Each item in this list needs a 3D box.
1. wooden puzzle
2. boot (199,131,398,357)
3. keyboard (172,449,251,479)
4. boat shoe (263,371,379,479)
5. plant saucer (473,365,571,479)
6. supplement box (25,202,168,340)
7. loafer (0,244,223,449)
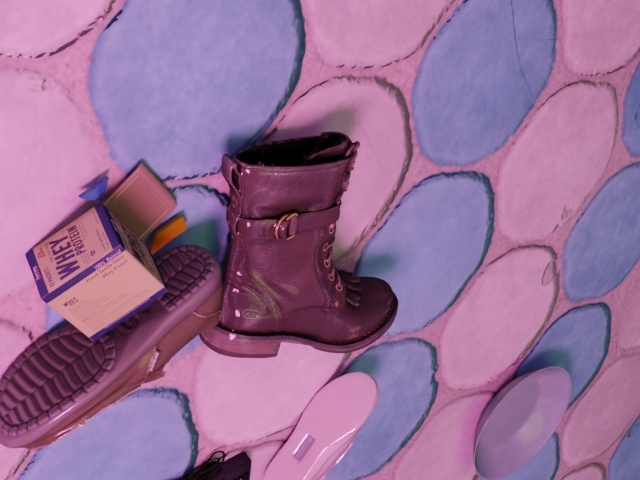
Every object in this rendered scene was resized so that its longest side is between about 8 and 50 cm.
[{"bbox_3d":[-0.168,-0.026,1.082,0.078,0.014,0.116,-45,142,-15],"label":"wooden puzzle"},{"bbox_3d":[0.000,0.000,1.206,0.263,0.091,0.229,-8,125,-39],"label":"boot"},{"bbox_3d":[-0.151,0.299,1.331,0.192,0.038,0.100,-25,134,-31],"label":"keyboard"},{"bbox_3d":[0.009,0.233,1.422,0.184,0.066,0.063,-57,155,3],"label":"boat shoe"},{"bbox_3d":[0.277,0.251,1.720,0.195,0.037,0.195,-25,134,-29],"label":"plant saucer"},{"bbox_3d":[-0.193,0.028,1.047,0.083,0.056,0.083,-34,141,4],"label":"supplement box"},{"bbox_3d":[-0.182,0.111,1.101,0.251,0.094,0.087,-37,138,-11],"label":"loafer"}]
